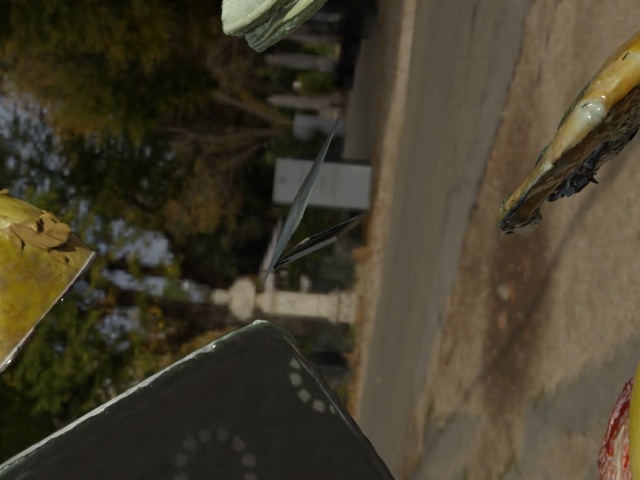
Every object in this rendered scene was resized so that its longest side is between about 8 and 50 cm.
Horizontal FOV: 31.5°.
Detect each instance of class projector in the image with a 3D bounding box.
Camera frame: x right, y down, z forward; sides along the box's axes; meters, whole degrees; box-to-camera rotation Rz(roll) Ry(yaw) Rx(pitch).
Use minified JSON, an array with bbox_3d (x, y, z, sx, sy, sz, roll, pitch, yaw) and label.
[{"bbox_3d":[-0.167,0.293,0.815,0.242,0.395,0.405,53,146,10],"label":"projector"}]

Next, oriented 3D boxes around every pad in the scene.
[{"bbox_3d":[-0.031,-0.044,1.520,0.243,0.004,0.163,123,168,-61],"label":"pad"}]

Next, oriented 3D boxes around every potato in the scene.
[{"bbox_3d":[-0.463,0.072,1.499,0.299,0.196,0.246,-54,12,-19],"label":"potato"}]

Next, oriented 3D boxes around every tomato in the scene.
[{"bbox_3d":[0.352,0.258,1.188,0.225,0.085,0.225,-168,90,-89],"label":"tomato"}]

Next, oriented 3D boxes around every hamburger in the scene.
[{"bbox_3d":[-0.016,-0.171,0.728,0.054,0.084,0.121,50,-152,-20],"label":"hamburger"}]

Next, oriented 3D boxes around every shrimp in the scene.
[{"bbox_3d":[0.284,-0.089,1.302,0.272,0.085,0.445,-48,-9,-9],"label":"shrimp"}]

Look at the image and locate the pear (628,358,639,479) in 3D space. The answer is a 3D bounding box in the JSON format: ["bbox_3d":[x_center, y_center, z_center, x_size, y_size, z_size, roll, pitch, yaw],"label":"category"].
[{"bbox_3d":[0.346,0.151,0.726,0.285,0.285,0.336,100,171,-69],"label":"pear"}]

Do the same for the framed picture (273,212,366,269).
[{"bbox_3d":[0.000,0.000,1.633,0.011,0.109,0.149,64,-159,-6],"label":"framed picture"}]
